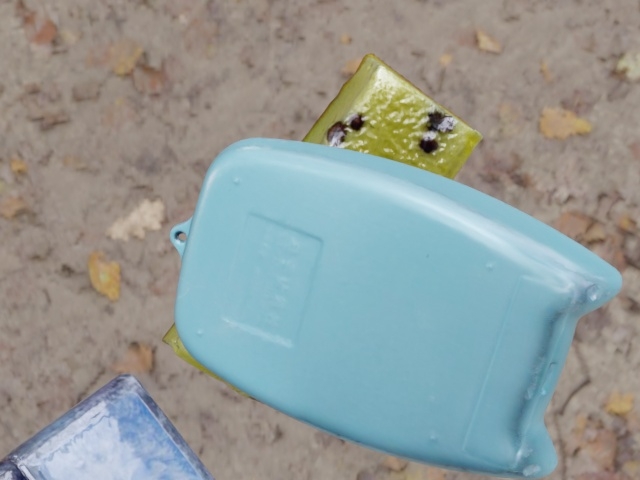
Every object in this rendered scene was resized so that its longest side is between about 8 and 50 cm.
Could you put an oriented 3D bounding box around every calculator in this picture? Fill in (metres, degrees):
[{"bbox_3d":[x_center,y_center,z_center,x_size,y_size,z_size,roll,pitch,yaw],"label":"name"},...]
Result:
[{"bbox_3d":[0.041,0.057,1.039,0.386,0.256,0.054,20,20,14],"label":"calculator"}]

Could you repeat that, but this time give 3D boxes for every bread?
[{"bbox_3d":[0.000,0.000,1.207,0.138,0.077,0.361,34,97,-18],"label":"bread"}]

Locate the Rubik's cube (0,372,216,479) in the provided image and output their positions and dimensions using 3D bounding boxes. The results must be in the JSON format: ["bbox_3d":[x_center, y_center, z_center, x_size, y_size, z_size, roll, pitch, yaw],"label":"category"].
[{"bbox_3d":[-0.248,0.361,1.117,0.313,0.316,0.318,53,47,0],"label":"Rubik's cube"}]
